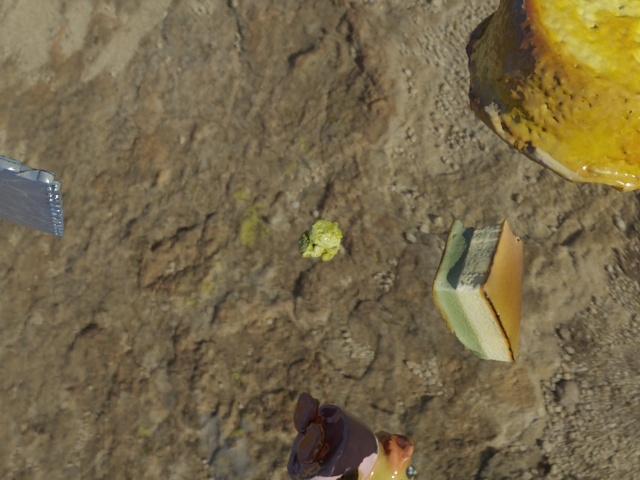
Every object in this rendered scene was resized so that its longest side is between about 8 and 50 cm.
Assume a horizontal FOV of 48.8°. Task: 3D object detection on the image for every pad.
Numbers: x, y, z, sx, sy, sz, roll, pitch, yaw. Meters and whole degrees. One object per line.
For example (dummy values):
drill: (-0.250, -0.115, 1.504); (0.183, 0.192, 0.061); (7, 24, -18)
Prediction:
pad: (-0.289, -0.060, 0.428); (0.269, 0.269, 0.012); (163, 125, -71)

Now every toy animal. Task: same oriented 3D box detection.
toy animal: (0.065, 0.406, 1.292); (0.169, 0.281, 0.195); (-55, 25, 25)

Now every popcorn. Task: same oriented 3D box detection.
popcorn: (-0.002, -0.003, 1.180); (0.083, 0.068, 0.059); (-30, 26, -8)

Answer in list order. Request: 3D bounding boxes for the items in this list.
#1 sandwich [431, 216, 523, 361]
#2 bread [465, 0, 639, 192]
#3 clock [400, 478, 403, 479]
sandwich: (0.289, 0.078, 1.225); (0.108, 0.220, 0.186); (1, 50, 33)
bread: (0.403, -0.256, 1.015); (0.398, 0.215, 0.398); (3, 58, -5)
clock: (0.144, 0.450, 0.910); (0.219, 0.255, 0.106); (37, 118, 12)
